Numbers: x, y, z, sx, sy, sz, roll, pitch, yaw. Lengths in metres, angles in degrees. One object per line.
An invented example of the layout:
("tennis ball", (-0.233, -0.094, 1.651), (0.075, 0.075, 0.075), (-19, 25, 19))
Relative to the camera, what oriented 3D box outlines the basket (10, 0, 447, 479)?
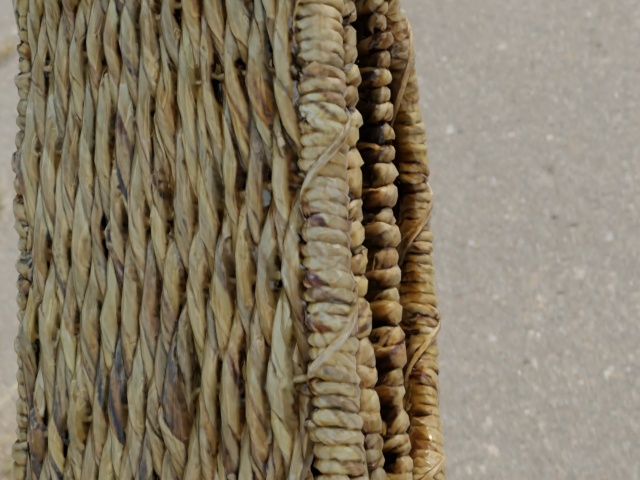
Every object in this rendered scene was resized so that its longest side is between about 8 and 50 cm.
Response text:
("basket", (0.000, 0.000, 0.591), (0.223, 0.213, 0.299), (-14, 74, 44))
